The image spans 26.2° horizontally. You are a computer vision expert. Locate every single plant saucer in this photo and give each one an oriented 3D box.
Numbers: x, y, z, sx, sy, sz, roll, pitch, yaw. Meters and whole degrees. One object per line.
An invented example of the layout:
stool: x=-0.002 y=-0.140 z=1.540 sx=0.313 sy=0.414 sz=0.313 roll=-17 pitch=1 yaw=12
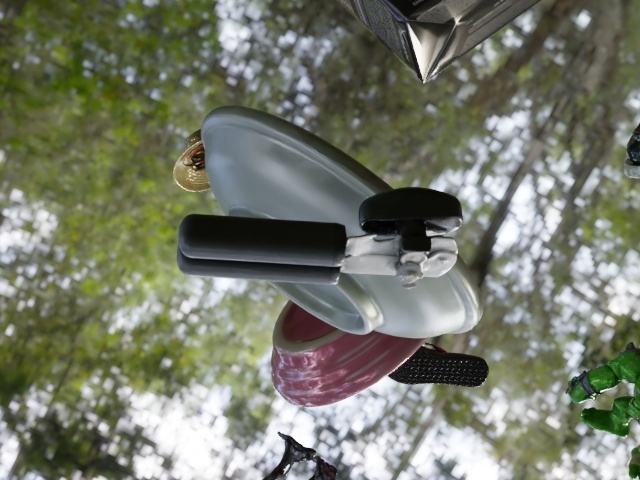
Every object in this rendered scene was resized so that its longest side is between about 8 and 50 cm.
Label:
plant saucer: x=0.000 y=0.009 z=1.612 sx=0.400 sy=0.100 sz=0.400 roll=35 pitch=165 yaw=11
plant saucer: x=0.049 y=0.111 z=2.113 sx=0.084 sy=0.332 sz=0.332 roll=51 pitch=-169 yaw=-22

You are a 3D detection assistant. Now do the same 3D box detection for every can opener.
can opener: x=0.000 y=0.000 z=1.349 sx=0.280 sy=0.074 sz=0.093 roll=0 pitch=-122 yaw=-8

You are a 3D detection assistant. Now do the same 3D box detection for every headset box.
headset box: x=0.098 y=-0.337 z=1.441 sx=0.293 sy=0.218 sz=0.110 roll=48 pitch=170 yaw=33

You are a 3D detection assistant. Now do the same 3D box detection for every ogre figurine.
ogre figurine: x=0.392 y=0.207 z=1.654 sx=0.097 sy=0.118 sz=0.197 roll=7 pitch=-146 yaw=-30

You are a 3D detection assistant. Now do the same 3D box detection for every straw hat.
straw hat: x=-0.189 y=-0.149 z=2.240 sx=0.144 sy=0.144 sz=0.061 roll=5 pitch=-135 yaw=-48

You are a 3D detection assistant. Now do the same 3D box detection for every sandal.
sandal: x=0.165 y=0.184 z=2.061 sx=0.179 sy=0.067 sz=0.040 roll=11 pitch=-157 yaw=-17

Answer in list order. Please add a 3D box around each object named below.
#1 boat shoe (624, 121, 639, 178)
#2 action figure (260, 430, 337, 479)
boat shoe: x=0.377 y=-0.151 z=1.197 sx=0.340 sy=0.113 sz=0.127 roll=-25 pitch=-160 yaw=-30
action figure: x=-0.086 y=0.453 z=2.180 sx=0.164 sy=0.275 sz=0.141 roll=38 pitch=166 yaw=-26
